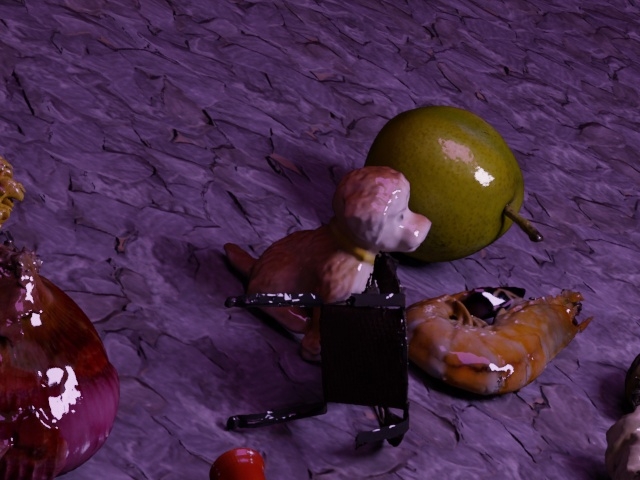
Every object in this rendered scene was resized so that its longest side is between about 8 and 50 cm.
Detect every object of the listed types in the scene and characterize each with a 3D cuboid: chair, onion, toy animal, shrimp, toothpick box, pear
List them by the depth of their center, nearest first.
[{"bbox_3d":[-0.253,0.080,1.509,0.230,0.163,0.230,28,27,-15],"label":"onion"},{"bbox_3d":[-0.057,0.209,1.576,0.047,0.047,0.083,12,29,-26],"label":"toothpick box"},{"bbox_3d":[0.032,0.100,1.724,0.149,0.174,0.213,0,5,36],"label":"chair"},{"bbox_3d":[0.000,-0.009,1.877,0.184,0.185,0.104,39,30,27],"label":"toy animal"},{"bbox_3d":[0.177,0.087,2.012,0.152,0.063,0.287,24,25,24],"label":"shrimp"},{"bbox_3d":[0.150,-0.052,2.104,0.216,0.166,0.180,20,8,22],"label":"pear"}]

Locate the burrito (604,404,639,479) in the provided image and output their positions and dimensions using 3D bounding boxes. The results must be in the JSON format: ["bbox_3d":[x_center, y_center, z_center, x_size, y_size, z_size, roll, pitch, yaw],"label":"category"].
[{"bbox_3d":[0.421,0.252,1.867,0.348,0.107,0.175,12,44,-21],"label":"burrito"}]

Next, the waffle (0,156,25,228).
[{"bbox_3d":[-0.367,-0.059,1.770,0.193,0.070,0.197,28,25,4],"label":"waffle"}]

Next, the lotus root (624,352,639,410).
[{"bbox_3d":[0.371,0.144,2.043,0.089,0.080,0.179,40,30,24],"label":"lotus root"}]
